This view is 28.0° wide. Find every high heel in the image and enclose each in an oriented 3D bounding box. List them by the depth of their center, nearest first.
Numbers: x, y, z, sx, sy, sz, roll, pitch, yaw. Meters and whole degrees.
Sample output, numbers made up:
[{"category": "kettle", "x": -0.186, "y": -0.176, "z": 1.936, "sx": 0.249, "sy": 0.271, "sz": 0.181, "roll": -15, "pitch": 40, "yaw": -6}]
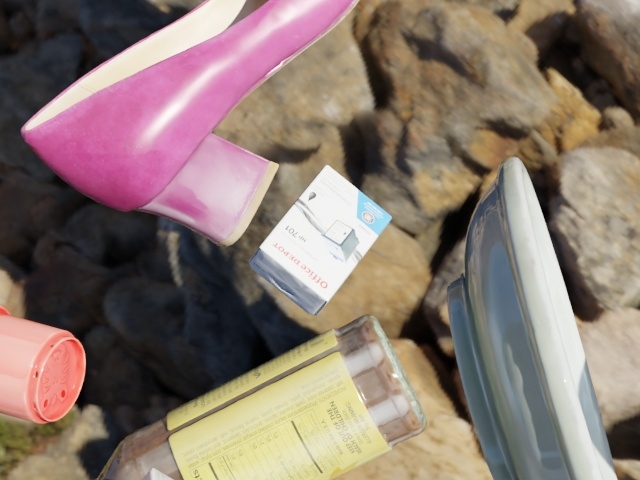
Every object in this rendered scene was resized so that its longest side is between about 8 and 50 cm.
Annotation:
[{"category": "high heel", "x": -0.051, "y": -0.126, "z": 0.632, "sx": 0.082, "sy": 0.117, "sz": 0.244, "roll": 16, "pitch": 80, "yaw": 59}]

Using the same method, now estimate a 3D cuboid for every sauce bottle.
[{"category": "sauce bottle", "x": -0.087, "y": 0.179, "z": 1.034, "sx": 0.344, "sy": 0.111, "sz": 0.111, "roll": -26, "pitch": 63, "yaw": 5}]

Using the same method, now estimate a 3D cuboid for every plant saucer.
[{"category": "plant saucer", "x": 0.193, "y": 0.126, "z": 1.187, "sx": 0.100, "sy": 0.400, "sz": 0.401, "roll": -16, "pitch": 67, "yaw": 11}]

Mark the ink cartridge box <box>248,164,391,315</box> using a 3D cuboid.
[{"category": "ink cartridge box", "x": 0.000, "y": 0.000, "z": 2.031, "sx": 0.139, "sy": 0.082, "sz": 0.191, "roll": 38, "pitch": 62, "yaw": -1}]

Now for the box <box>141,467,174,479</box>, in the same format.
[{"category": "box", "x": -0.085, "y": 0.250, "z": 0.767, "sx": 0.063, "sy": 0.067, "sz": 0.324, "roll": -51, "pitch": 21, "yaw": 9}]

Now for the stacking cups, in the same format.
[{"category": "stacking cups", "x": -0.314, "y": 0.054, "z": 0.895, "sx": 0.316, "sy": 0.096, "sz": 0.096, "roll": 9, "pitch": 81, "yaw": 21}]
